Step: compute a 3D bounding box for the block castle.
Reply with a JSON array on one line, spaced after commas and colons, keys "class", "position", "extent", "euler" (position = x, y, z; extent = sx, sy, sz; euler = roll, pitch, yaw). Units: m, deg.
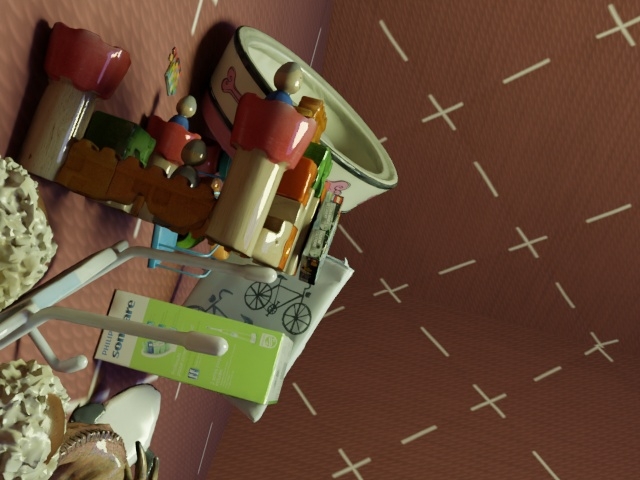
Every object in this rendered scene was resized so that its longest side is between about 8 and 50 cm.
[{"class": "block castle", "position": [-0.143, -0.108, 0.985], "extent": [0.453, 0.303, 0.212], "euler": [63, 48, -84]}]

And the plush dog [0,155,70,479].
[{"class": "plush dog", "position": [-0.302, 0.041, 0.502], "extent": [0.225, 0.211, 0.262], "euler": [70, 4, -58]}]

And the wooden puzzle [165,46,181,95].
[{"class": "wooden puzzle", "position": [-0.232, -0.262, 1.232], "extent": [0.083, 0.006, 0.049], "euler": [98, 8, -61]}]

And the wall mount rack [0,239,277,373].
[{"class": "wall mount rack", "position": [-0.223, 0.084, 0.797], "extent": [0.130, 0.304, 0.350], "euler": [59, 16, -10]}]

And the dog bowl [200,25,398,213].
[{"class": "dog bowl", "position": [-0.048, -0.205, 1.462], "extent": [0.150, 0.408, 0.408], "euler": [-43, -173, 19]}]

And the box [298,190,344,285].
[{"class": "box", "position": [0.000, 0.000, 1.058], "extent": [0.137, 0.027, 0.094], "euler": [102, 8, -73]}]

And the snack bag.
[{"class": "snack bag", "position": [-0.136, 0.131, 1.517], "extent": [0.342, 0.323, 0.037], "euler": [-58, 141, -6]}]

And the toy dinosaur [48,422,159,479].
[{"class": "toy dinosaur", "position": [-0.216, 0.219, 0.684], "extent": [0.295, 0.200, 0.127], "euler": [119, -38, -47]}]

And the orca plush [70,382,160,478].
[{"class": "orca plush", "position": [-0.351, 0.356, 1.219], "extent": [0.102, 0.151, 0.287], "euler": [-29, -141, 50]}]

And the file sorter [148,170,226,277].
[{"class": "file sorter", "position": [-0.230, -0.035, 1.405], "extent": [0.118, 0.105, 0.170], "euler": [-65, 168, -71]}]

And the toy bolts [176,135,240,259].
[{"class": "toy bolts", "position": [-0.175, -0.091, 1.545], "extent": [0.218, 0.159, 0.228], "euler": [-68, 171, -64]}]

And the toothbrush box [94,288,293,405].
[{"class": "toothbrush box", "position": [-0.201, 0.183, 1.311], "extent": [0.206, 0.283, 0.122], "euler": [84, 22, -79]}]
